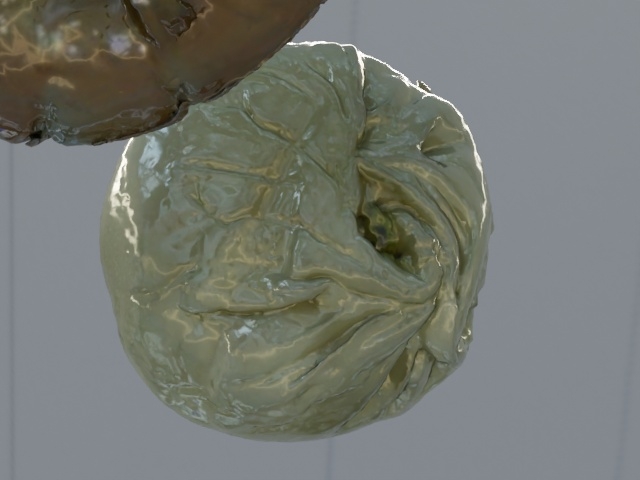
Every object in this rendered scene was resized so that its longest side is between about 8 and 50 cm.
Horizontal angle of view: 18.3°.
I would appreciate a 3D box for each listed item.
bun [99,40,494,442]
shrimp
[{"bbox_3d":[0.000,0.000,1.080,0.229,0.145,0.229,3,-96,-33],"label":"bun"},{"bbox_3d":[-0.035,-0.137,0.610,0.267,0.061,0.145,-43,-89,3],"label":"shrimp"}]
